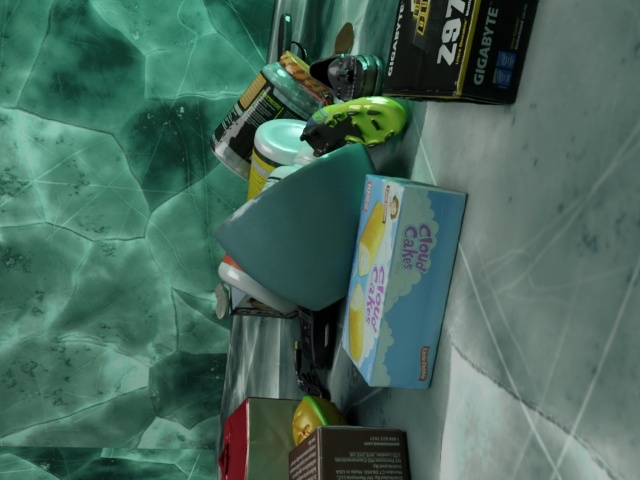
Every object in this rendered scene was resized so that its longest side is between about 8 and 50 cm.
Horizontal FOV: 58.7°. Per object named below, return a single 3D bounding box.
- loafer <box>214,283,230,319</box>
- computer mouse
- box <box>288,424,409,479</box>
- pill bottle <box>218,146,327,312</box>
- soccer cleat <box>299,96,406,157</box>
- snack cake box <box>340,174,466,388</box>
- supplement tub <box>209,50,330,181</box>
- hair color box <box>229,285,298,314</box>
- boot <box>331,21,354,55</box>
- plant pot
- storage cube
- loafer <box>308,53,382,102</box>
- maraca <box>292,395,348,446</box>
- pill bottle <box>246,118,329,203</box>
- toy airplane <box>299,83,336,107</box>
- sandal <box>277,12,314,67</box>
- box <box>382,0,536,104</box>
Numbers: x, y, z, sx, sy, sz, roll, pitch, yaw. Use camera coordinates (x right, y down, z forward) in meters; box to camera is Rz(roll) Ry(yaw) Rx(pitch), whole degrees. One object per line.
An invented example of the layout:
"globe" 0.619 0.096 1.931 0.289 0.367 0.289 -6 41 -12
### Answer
"loafer" -0.261 0.170 1.559 0.045 0.039 0.125 -43 38 20
"computer mouse" -0.015 0.223 1.267 0.184 0.060 0.262 177 88 -72
"box" 0.040 0.465 0.770 0.191 0.143 0.381 118 156 -56
"pill bottle" -0.063 -0.025 1.183 0.323 0.181 0.181 -62 11 -9
"soccer cleat" 0.063 -0.225 1.033 0.121 0.093 0.289 -51 22 -19
"snack cake box" 0.105 0.050 0.785 0.152 0.089 0.264 -137 54 -74
"supplement tub" -0.126 -0.318 1.482 0.316 0.193 0.194 -47 27 18
"hair color box" -0.122 0.121 1.466 0.374 0.185 0.114 134 139 -68
"boot" 0.047 -0.455 1.350 0.087 0.042 0.118 -99 26 -70
"plant pot" 0.000 0.000 0.948 0.195 0.290 0.290 58 161 2
"storage cube" -0.088 0.435 1.151 0.193 0.215 0.184 126 148 -53
"loafer" 0.044 -0.335 1.182 0.302 0.095 0.109 -123 41 -69
"maraca" 0.010 0.368 1.026 0.186 0.099 0.127 66 161 10
"pill bottle" -0.087 -0.113 1.411 0.188 0.187 0.334 -102 20 -51
"toy airplane" 0.022 -0.298 1.254 0.028 0.151 0.151 -51 19 4
"sandal" -0.074 -0.461 1.753 0.167 0.107 0.446 -120 26 -65
"box" 0.175 -0.333 0.699 0.257 0.079 0.322 -132 49 -69
